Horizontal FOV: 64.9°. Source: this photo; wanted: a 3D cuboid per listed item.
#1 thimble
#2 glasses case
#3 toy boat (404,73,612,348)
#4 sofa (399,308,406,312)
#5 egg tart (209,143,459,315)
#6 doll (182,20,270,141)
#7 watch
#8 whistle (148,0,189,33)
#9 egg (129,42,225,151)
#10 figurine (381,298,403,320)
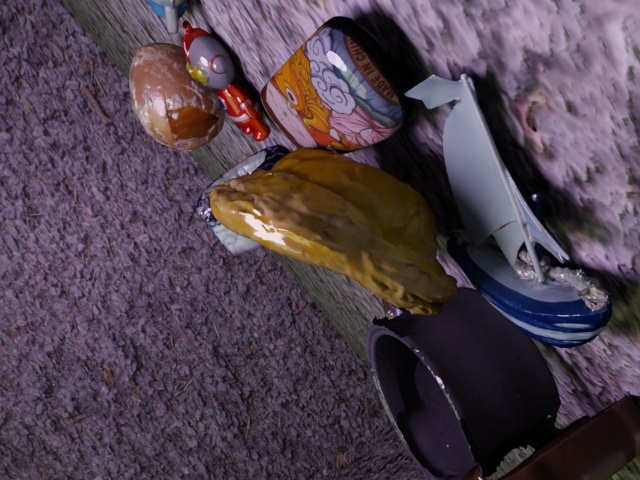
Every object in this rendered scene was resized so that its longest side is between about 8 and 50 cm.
[{"bbox_3d":[-0.141,-0.084,1.059,0.150,0.237,0.237,54,169,-22],"label":"thimble"},{"bbox_3d":[0.004,-0.162,0.589,0.122,0.082,0.321,46,171,-15],"label":"glasses case"},{"bbox_3d":[0.175,-0.011,0.461,0.210,0.070,0.291,47,169,42],"label":"toy boat"},{"bbox_3d":[0.175,0.122,1.051,0.118,0.039,0.060,35,164,52],"label":"sofa"},{"bbox_3d":[0.028,-0.026,0.605,0.319,0.128,0.319,24,-178,-1],"label":"egg tart"},{"bbox_3d":[-0.176,-0.287,0.919,0.142,0.076,0.245,37,169,47],"label":"doll"},{"bbox_3d":[0.218,0.224,0.725,0.327,0.314,0.335,56,160,29],"label":"watch"},{"bbox_3d":[-0.243,-0.392,0.794,0.236,0.077,0.113,-162,64,-74],"label":"whistle"},{"bbox_3d":[-0.306,-0.305,1.072,0.195,0.195,0.233,36,151,52],"label":"egg"},{"bbox_3d":[0.200,0.191,1.091,0.196,0.108,0.114,-116,5,-50],"label":"figurine"}]
